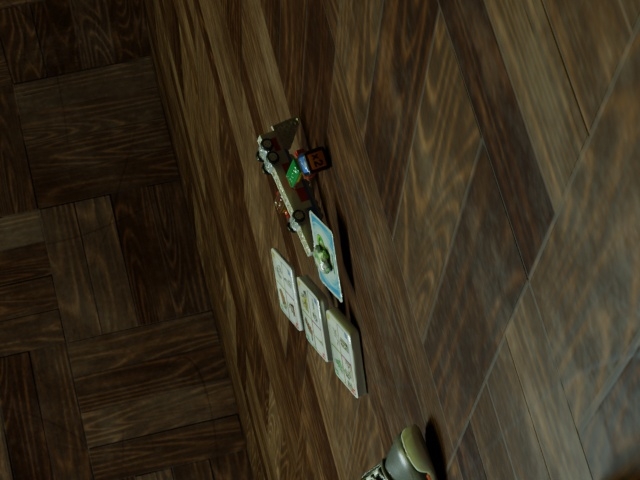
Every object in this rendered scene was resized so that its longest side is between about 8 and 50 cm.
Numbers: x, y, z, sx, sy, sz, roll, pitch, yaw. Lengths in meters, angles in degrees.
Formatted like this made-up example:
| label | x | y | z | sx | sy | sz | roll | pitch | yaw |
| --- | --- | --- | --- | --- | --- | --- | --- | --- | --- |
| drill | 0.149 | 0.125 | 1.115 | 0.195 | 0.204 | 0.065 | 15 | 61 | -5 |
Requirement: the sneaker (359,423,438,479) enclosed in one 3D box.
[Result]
| label | x | y | z | sx | sy | sz | roll | pitch | yaw |
| --- | --- | --- | --- | --- | --- | --- | --- | --- | --- |
| sneaker | 0.056 | 0.197 | 1.255 | 0.158 | 0.065 | 0.061 | 88 | 167 | -56 |

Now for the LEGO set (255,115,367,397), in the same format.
| label | x | y | z | sx | sy | sz | roll | pitch | yaw |
| --- | --- | --- | --- | --- | --- | --- | --- | --- | --- |
| LEGO set | 0.000 | 0.000 | 1.521 | 0.182 | 0.060 | 0.244 | 46 | 151 | 53 |
